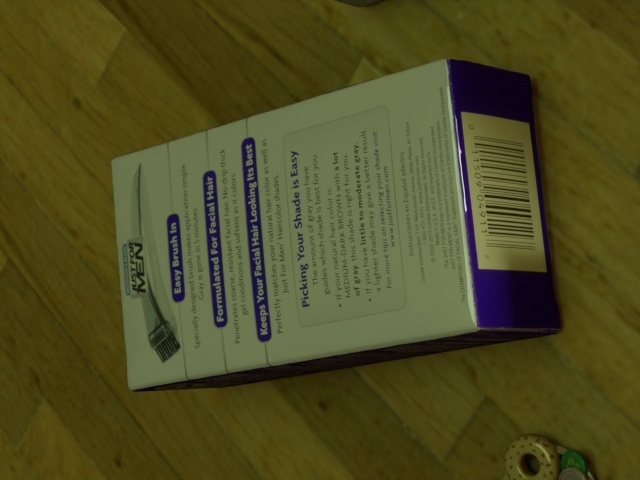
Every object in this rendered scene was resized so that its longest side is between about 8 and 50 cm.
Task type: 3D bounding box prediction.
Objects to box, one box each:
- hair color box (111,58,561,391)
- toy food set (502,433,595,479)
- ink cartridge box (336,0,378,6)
[{"bbox_3d":[0.000,0.000,1.205,0.338,0.110,0.185,-12,79,39],"label":"hair color box"},{"bbox_3d":[0.152,0.176,1.107,0.082,0.020,0.083,25,102,41],"label":"toy food set"},{"bbox_3d":[0.093,-0.344,1.181,0.261,0.066,0.296,-13,78,40],"label":"ink cartridge box"}]
